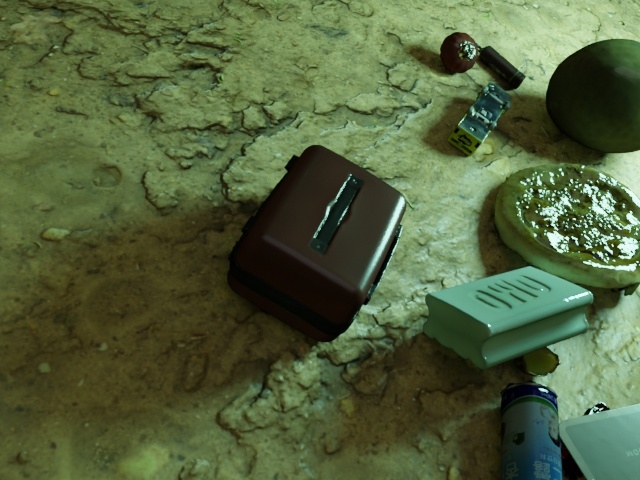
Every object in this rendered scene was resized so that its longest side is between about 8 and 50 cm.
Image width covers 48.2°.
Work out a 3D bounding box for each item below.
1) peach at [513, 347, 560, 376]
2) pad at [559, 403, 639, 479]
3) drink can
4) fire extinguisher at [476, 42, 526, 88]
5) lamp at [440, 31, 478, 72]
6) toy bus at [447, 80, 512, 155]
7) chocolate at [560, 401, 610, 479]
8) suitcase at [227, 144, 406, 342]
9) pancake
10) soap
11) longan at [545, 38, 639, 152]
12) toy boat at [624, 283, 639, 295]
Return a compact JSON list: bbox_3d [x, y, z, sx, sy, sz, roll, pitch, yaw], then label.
[{"bbox_3d":[0.388,0.209,1.297,0.083,0.050,0.077,-11,83,-21],"label":"peach"},{"bbox_3d":[0.551,0.353,1.206,0.266,0.002,0.176,-8,41,-14],"label":"pad"},{"bbox_3d":[0.335,0.348,1.137,0.097,0.097,0.235,21,49,-9],"label":"drink can"},{"bbox_3d":[0.463,-0.460,1.861,0.158,0.043,0.064,46,19,12],"label":"fire extinguisher"},{"bbox_3d":[0.344,-0.468,1.778,0.101,0.090,0.101,-2,94,-26],"label":"lamp"},{"bbox_3d":[0.377,-0.286,1.663,0.081,0.074,0.226,34,48,4],"label":"toy bus"},{"bbox_3d":[0.464,0.347,1.243,0.182,0.028,0.086,-17,64,-34],"label":"chocolate"},{"bbox_3d":[0.000,0.000,1.203,0.236,0.161,0.297,31,47,-2],"label":"suitcase"},{"bbox_3d":[0.556,-0.041,1.524,0.382,0.071,0.382,7,45,-7],"label":"pancake"},{"bbox_3d":[0.332,0.128,1.265,0.265,0.087,0.160,-11,23,-31],"label":"soap"},{"bbox_3d":[0.722,-0.345,1.753,0.350,0.288,0.288,13,50,-31],"label":"longan"},{"bbox_3d":[0.650,0.046,1.545,0.066,0.065,0.172,-2,46,8],"label":"toy boat"}]
